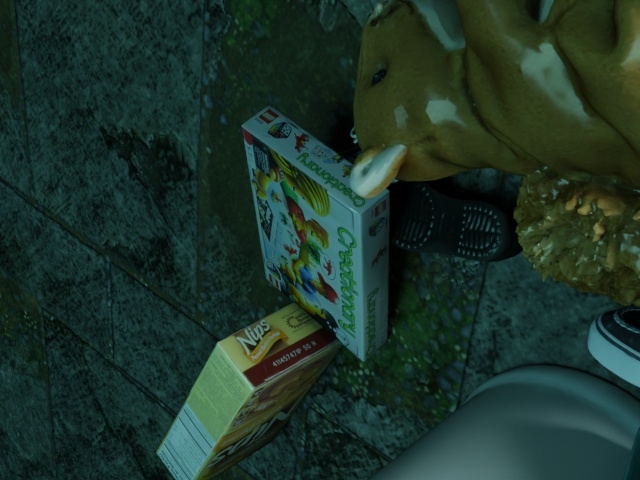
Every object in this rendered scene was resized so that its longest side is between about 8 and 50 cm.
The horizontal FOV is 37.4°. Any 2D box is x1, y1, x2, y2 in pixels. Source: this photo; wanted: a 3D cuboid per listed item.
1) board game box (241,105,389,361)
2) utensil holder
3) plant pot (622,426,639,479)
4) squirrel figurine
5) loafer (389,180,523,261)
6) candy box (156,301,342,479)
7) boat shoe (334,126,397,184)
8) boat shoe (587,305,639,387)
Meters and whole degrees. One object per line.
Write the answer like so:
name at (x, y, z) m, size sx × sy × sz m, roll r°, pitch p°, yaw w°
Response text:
board game box at (0.000, 0.000, 1.156) m, size 0.193 × 0.053 × 0.305 m, roll 38°, pitch 153°, yaw 28°
utensil holder at (0.168, 0.350, 0.971) m, size 0.327 × 0.385 × 0.328 m, roll 23°, pitch 124°, yaw 39°
plant pot at (0.396, 0.273, 0.810) m, size 0.234 × 0.165 × 0.166 m, roll 31°, pitch 154°, yaw -7°
squirrel figurine at (0.203, -0.093, 0.774) m, size 0.370 × 0.281 × 0.397 m, roll -19°, pitch 103°, yaw 41°
loafer at (0.149, -0.015, 1.044) m, size 0.220 × 0.078 × 0.080 m, roll 26°, pitch 104°, yaw 56°
candy box at (-0.103, 0.223, 1.353) m, size 0.087 × 0.183 × 0.316 m, roll 50°, pitch 138°, yaw 18°
boat shoe at (0.079, -0.111, 1.063) m, size 0.079 × 0.095 × 0.254 m, roll 53°, pitch 149°, yaw -4°
boat shoe at (0.382, 0.091, 0.826) m, size 0.301 × 0.108 × 0.102 m, roll 16°, pitch 120°, yaw 39°
